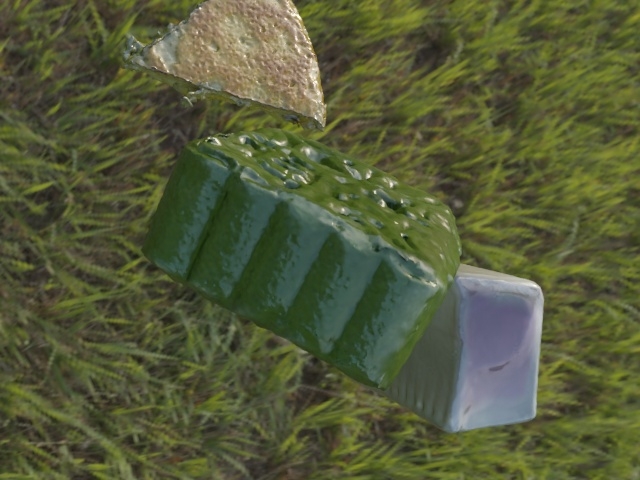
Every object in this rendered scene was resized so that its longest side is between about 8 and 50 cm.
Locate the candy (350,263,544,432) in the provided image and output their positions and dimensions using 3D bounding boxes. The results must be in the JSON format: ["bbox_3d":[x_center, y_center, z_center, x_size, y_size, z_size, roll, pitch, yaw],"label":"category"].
[{"bbox_3d":[0.161,0.127,1.458,0.145,0.358,0.208,-2,95,-21],"label":"candy"}]

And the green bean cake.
[{"bbox_3d":[0.000,0.000,0.837,0.222,0.125,0.248,28,14,8],"label":"green bean cake"}]

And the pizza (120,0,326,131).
[{"bbox_3d":[-0.146,-0.268,1.453,0.287,0.075,0.280,-7,72,-23],"label":"pizza"}]
